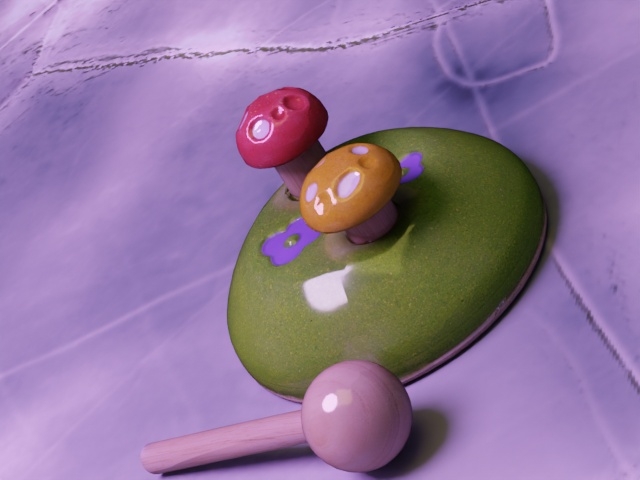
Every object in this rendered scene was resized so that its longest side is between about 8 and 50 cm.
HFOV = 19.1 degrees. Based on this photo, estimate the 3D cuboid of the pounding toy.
[{"bbox_3d":[0.000,0.000,0.962,0.183,0.110,0.237,-4,42,40],"label":"pounding toy"}]
